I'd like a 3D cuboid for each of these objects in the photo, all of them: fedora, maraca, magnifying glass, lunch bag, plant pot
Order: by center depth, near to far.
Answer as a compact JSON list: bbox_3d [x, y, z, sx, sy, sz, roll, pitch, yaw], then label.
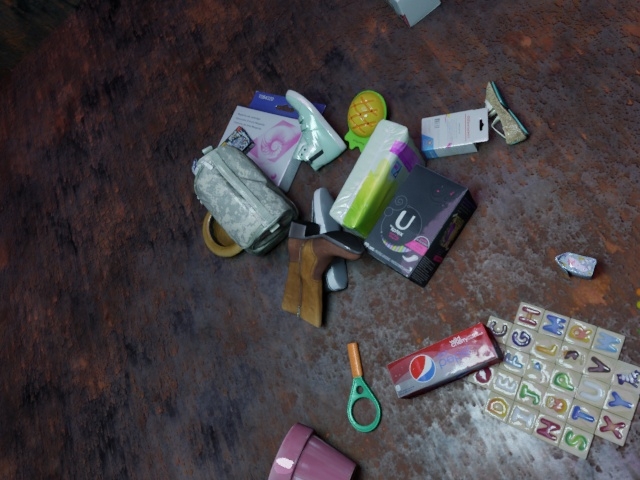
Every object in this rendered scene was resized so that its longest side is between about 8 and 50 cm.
[{"bbox_3d":[0.591,0.059,1.184,0.083,0.071,0.053,20,88,29],"label":"lunch bag"},{"bbox_3d":[-0.015,0.585,1.273,0.180,0.201,0.201,18,83,15],"label":"plant pot"},{"bbox_3d":[0.106,0.390,1.362,0.092,0.026,0.230,-19,68,22],"label":"magnifying glass"},{"bbox_3d":[-0.223,-0.123,1.500,0.213,0.256,0.305,-41,83,-10],"label":"lunch bag"},{"bbox_3d":[0.136,-0.361,1.551,0.127,0.099,0.185,25,111,28],"label":"maraca"},{"bbox_3d":[-0.296,-0.037,1.679,0.195,0.079,0.194,-4,79,22],"label":"fedora"}]

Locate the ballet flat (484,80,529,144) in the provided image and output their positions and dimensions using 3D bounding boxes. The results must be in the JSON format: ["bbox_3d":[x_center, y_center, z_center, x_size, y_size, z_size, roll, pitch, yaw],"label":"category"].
[{"bbox_3d":[0.483,-0.342,1.377,0.067,0.073,0.206,-37,56,29],"label":"ballet flat"}]

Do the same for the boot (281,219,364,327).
[{"bbox_3d":[-0.004,0.106,1.382,0.264,0.096,0.280,16,106,34],"label":"boot"}]

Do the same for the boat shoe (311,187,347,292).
[{"bbox_3d":[0.002,0.001,1.494,0.105,0.113,0.306,-15,83,30],"label":"boat shoe"}]

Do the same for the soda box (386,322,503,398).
[{"bbox_3d":[0.302,0.297,1.243,0.263,0.083,0.092,-29,60,20],"label":"soda box"}]

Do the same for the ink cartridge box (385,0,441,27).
[{"bbox_3d":[0.267,-0.795,1.601,0.127,0.128,0.176,-36,60,13],"label":"ink cartridge box"}]

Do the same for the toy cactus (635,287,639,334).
[{"bbox_3d":[0.751,0.137,1.029,0.219,0.112,0.180,-42,20,20],"label":"toy cactus"}]

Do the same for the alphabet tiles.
[{"bbox_3d":[0.530,0.311,1.169,0.343,0.011,0.285,18,83,31],"label":"alphabet tiles"}]

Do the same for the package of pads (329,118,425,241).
[{"bbox_3d":[0.162,-0.144,1.385,0.101,0.229,0.296,29,88,27],"label":"package of pads"}]

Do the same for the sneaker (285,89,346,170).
[{"bbox_3d":[-0.055,-0.337,1.583,0.151,0.094,0.256,-41,91,2],"label":"sneaker"}]

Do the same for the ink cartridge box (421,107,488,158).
[{"bbox_3d":[0.378,-0.296,1.418,0.181,0.062,0.104,-4,72,27],"label":"ink cartridge box"}]

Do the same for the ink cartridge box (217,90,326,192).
[{"bbox_3d":[-0.186,-0.355,1.733,0.324,0.071,0.330,20,85,32],"label":"ink cartridge box"}]

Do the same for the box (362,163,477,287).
[{"bbox_3d":[0.263,-0.037,1.346,0.165,0.143,0.270,33,90,31],"label":"box"}]

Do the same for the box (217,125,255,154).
[{"bbox_3d":[-0.293,-0.308,1.718,0.137,0.027,0.094,-44,58,11],"label":"box"}]
